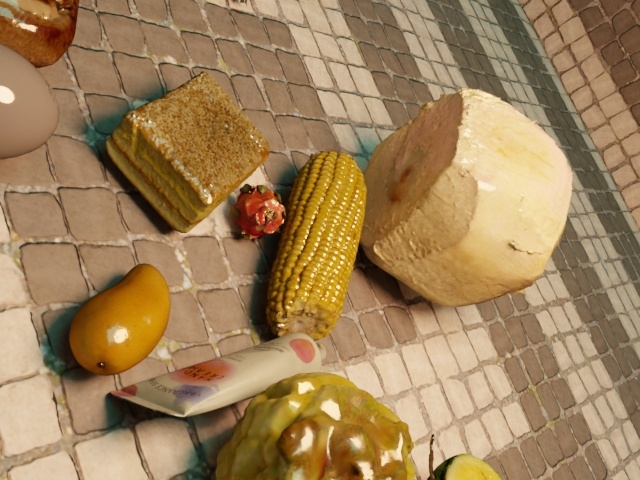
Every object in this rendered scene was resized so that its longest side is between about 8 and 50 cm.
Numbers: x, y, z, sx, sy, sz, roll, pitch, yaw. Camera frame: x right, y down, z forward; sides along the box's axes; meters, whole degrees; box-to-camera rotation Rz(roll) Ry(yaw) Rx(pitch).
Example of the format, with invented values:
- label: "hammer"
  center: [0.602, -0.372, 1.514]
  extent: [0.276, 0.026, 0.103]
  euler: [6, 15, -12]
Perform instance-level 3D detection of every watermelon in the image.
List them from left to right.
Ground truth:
- label: "watermelon"
  center: [0.219, 0.446, 1.161]
  extent: [0.232, 0.127, 0.204]
  euler: [33, 43, -31]

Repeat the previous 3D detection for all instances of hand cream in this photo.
- label: "hand cream"
  center: [-0.109, 0.180, 1.004]
  extent: [0.341, 0.124, 0.077]
  euler: [-4, 99, -51]

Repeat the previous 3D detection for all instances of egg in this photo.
- label: "egg"
  center: [-0.412, -0.170, 0.889]
  extent: [0.199, 0.146, 0.146]
  euler: [21, 49, -46]

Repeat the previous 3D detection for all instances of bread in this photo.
- label: "bread"
  center: [-0.199, -0.137, 1.142]
  extent: [0.184, 0.110, 0.234]
  euler: [48, 36, -6]

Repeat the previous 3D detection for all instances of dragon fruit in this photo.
- label: "dragon fruit"
  center: [-0.103, -0.052, 1.209]
  extent: [0.086, 0.081, 0.116]
  euler: [18, 28, -38]

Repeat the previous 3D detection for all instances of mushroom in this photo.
- label: "mushroom"
  center: [-0.433, -0.342, 0.986]
  extent: [0.253, 0.153, 0.253]
  euler: [31, 43, -34]

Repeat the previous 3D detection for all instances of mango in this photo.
- label: "mango"
  center: [-0.247, 0.099, 0.935]
  extent: [0.102, 0.085, 0.184]
  euler: [44, 28, -10]

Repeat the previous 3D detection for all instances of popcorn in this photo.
- label: "popcorn"
  center: [-0.001, 0.309, 0.926]
  extent: [0.293, 0.237, 0.293]
  euler: [28, 42, -29]

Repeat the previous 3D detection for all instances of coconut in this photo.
- label: "coconut"
  center: [0.291, -0.055, 1.407]
  extent: [0.405, 0.405, 0.404]
  euler: [28, 45, -33]

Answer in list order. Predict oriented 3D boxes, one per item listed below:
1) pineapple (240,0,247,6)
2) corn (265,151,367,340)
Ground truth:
- label: "pineapple"
  center: [-0.219, -0.617, 1.424]
  extent: [0.364, 0.165, 0.165]
  euler: [35, 42, -26]
- label: "corn"
  center: [0.000, 0.000, 1.236]
  extent: [0.144, 0.144, 0.387]
  euler: [35, 42, -27]
